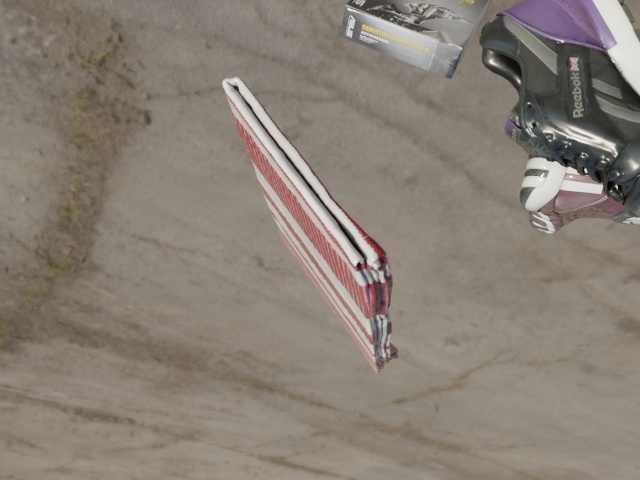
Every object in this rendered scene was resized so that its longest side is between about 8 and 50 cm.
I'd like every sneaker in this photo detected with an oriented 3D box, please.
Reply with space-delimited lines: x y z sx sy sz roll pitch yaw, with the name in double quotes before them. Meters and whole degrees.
"sneaker" 0.313 -0.047 0.724 0.162 0.106 0.281 12 -174 23
"sneaker" 0.225 -0.084 0.564 0.124 0.283 0.107 -23 156 5

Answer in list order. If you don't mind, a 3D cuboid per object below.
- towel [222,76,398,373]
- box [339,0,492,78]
"towel" 0.000 0.000 0.717 0.037 0.237 0.329 -33 156 -8
"box" 0.156 -0.357 1.048 0.183 0.231 0.056 23 139 10
